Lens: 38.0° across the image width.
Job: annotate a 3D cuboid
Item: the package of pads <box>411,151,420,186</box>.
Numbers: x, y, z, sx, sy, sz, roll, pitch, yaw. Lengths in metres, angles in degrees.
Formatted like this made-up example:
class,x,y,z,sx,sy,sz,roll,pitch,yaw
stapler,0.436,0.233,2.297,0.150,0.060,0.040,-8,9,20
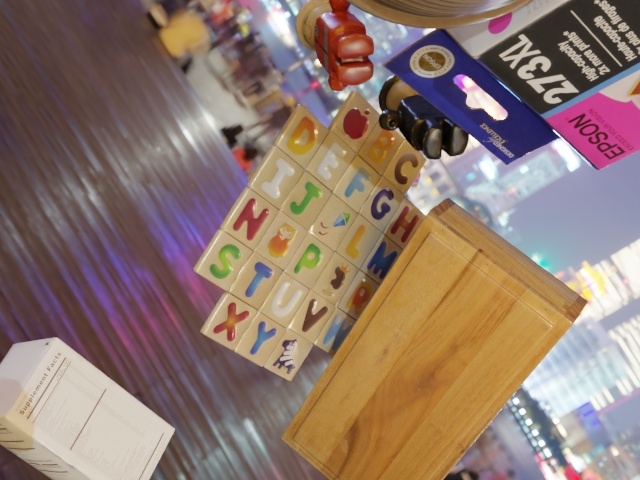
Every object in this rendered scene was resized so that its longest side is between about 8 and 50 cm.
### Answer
class,x,y,z,sx,sy,sz,roll,pitch,yaw
package of pads,0.101,-0.106,1.324,0.032,0.083,0.050,103,-9,-64

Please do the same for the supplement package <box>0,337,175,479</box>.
class,x,y,z,sx,sy,sz,roll,pitch,yaw
supplement package,-0.362,0.268,1.357,0.244,0.134,0.139,46,52,-28

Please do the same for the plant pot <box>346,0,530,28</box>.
class,x,y,z,sx,sy,sz,roll,pitch,yaw
plant pot,0.090,-0.225,0.532,0.237,0.237,0.110,55,8,-34

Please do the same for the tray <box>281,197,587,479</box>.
class,x,y,z,sx,sy,sz,roll,pitch,yaw
tray,0.124,0.169,1.157,0.203,0.411,0.076,38,34,13

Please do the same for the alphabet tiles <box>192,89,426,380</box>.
class,x,y,z,sx,sy,sz,roll,pitch,yaw
alphabet tiles,0.000,0.000,1.152,0.011,0.342,0.285,26,-8,46

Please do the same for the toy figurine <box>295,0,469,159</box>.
class,x,y,z,sx,sy,sz,roll,pitch,yaw
toy figurine,0.105,-0.214,0.939,0.213,0.209,0.148,34,15,-30

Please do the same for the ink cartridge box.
class,x,y,z,sx,sy,sz,roll,pitch,yaw
ink cartridge box,0.240,-0.155,0.669,0.175,0.371,0.069,31,48,-36
